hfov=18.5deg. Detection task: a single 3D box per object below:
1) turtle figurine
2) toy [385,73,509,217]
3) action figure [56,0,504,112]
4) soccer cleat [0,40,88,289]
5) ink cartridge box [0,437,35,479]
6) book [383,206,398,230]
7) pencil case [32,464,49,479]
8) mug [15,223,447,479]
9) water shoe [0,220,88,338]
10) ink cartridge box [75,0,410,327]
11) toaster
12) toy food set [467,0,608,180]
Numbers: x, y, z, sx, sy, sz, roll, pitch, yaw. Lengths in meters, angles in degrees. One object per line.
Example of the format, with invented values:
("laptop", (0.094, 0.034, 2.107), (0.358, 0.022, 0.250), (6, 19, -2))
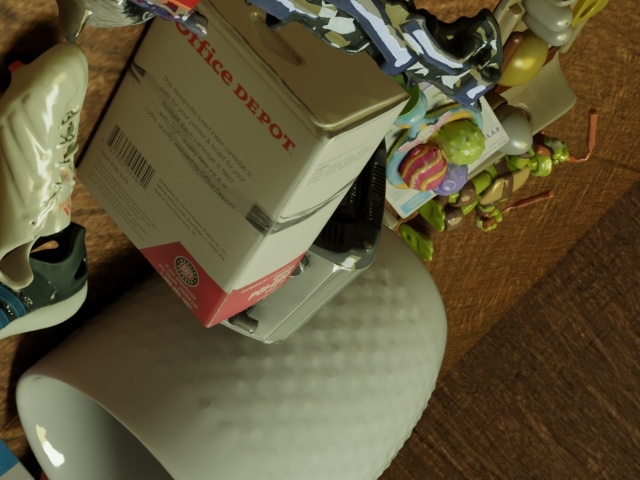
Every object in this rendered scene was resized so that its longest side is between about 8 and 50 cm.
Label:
("turtle figurine", (0.199, -0.072, 2.267), (0.217, 0.087, 0.269), (-28, 170, -27))
("toy", (0.111, -0.087, 1.890), (0.137, 0.056, 0.237), (-36, 150, 4))
("action figure", (-0.006, -0.216, 0.995), (0.330, 0.178, 0.341), (-41, 135, 16))
("soccer cleat", (-0.180, -0.048, 1.247), (0.068, 0.076, 0.196), (-31, 162, -43))
("ink cartridge box", (-0.263, 0.268, 1.707), (0.082, 0.190, 0.139), (-37, 173, -22))
("book", (0.000, 0.000, 1.881), (0.035, 0.096, 0.144), (-30, 163, -54))
("pencil case", (-0.273, 0.332, 1.988), (0.160, 0.167, 0.386), (2, 137, -43))
("mug", (-0.081, 0.129, 1.771), (0.328, 0.276, 0.374), (-40, -163, -27))
("water shoe", (-0.245, 0.033, 1.374), (0.203, 0.073, 0.080), (-26, 132, -50))
("ink cartridge box", (-0.058, -0.072, 1.346), (0.092, 0.158, 0.218), (-29, 161, -41))
("toaster", (-0.034, -0.028, 1.553), (0.146, 0.129, 0.227), (-48, -156, 35))
("toy food set", (0.247, -0.195, 2.007), (0.220, 0.092, 0.306), (-33, 164, -35))
